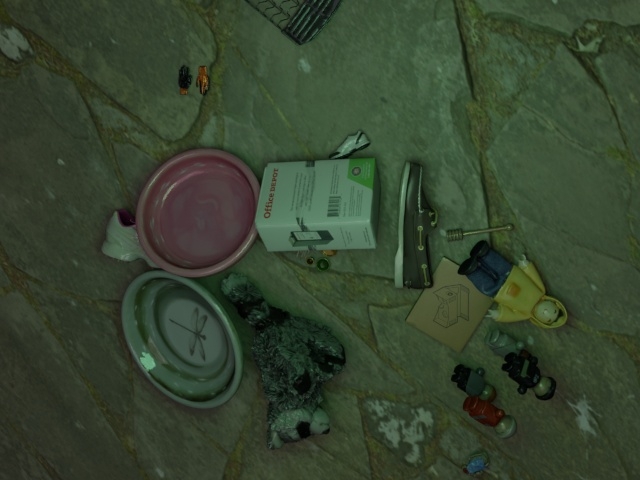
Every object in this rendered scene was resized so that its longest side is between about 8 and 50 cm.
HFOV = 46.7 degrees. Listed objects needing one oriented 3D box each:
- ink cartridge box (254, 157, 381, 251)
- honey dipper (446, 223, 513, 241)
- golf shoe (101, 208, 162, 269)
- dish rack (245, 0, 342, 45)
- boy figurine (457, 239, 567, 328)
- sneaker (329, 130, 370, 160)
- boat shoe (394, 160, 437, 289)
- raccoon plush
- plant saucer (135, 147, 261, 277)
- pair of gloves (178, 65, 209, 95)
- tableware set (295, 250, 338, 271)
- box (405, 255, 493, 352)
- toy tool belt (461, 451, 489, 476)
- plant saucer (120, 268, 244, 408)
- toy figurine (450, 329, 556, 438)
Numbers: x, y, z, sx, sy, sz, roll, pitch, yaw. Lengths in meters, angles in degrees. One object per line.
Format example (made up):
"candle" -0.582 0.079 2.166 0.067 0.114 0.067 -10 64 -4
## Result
"ink cartridge box" -0.001 -0.086 1.777 0.273 0.198 0.114 -2 144 13
"honey dipper" 0.388 -0.020 1.810 0.161 0.030 0.030 -7 102 11
"golf shoe" -0.425 0.003 1.941 0.306 0.115 0.140 12 102 7
"dish rack" -0.087 -0.602 1.741 0.271 0.074 0.208 39 108 0
"boy figurine" 0.466 0.128 1.785 0.285 0.092 0.177 38 83 -4
"sneaker" 0.067 -0.231 1.823 0.109 0.040 0.043 -27 81 13
"boat shoe" 0.233 -0.034 1.796 0.097 0.116 0.324 4 108 9
"raccoon plush" -0.122 0.326 1.964 0.446 0.216 0.299 49 127 29
"plant saucer" -0.294 -0.064 1.855 0.332 0.084 0.332 -3 74 12
"pair of gloves" -0.319 -0.402 1.870 0.083 0.010 0.074 5 106 13
"tableware set" 0.000 0.000 1.897 0.104 0.024 0.154 22 106 5
"box" 0.331 0.163 1.871 0.164 0.021 0.201 30 108 3
"toy tool belt" 0.405 0.592 1.945 0.083 0.051 0.052 -36 94 17
"plant saucer" -0.347 0.247 1.954 0.401 0.100 0.400 13 117 27
"toy figurine" 0.441 0.345 1.798 0.148 0.209 0.213 35 102 -15
